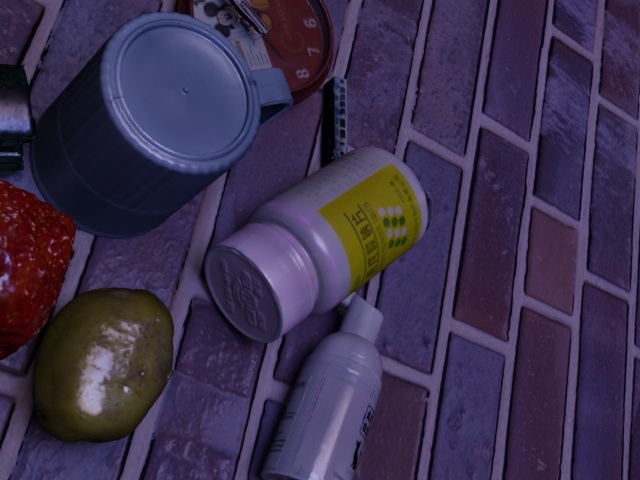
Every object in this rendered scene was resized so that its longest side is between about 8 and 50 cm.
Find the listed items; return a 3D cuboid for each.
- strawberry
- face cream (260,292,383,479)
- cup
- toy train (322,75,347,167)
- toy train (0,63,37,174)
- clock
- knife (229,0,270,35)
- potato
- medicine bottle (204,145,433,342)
[{"bbox_3d":[-0.451,0.026,1.136,0.257,0.257,0.277,52,41,-9],"label":"strawberry"},{"bbox_3d":[0.031,0.250,1.430,0.145,0.145,0.370,34,60,-20],"label":"face cream"},{"bbox_3d":[-0.234,-0.157,1.284,0.331,0.311,0.257,17,67,-29],"label":"cup"},{"bbox_3d":[0.028,-0.217,1.643,0.047,0.043,0.208,12,69,-30],"label":"toy train"},{"bbox_3d":[-0.550,-0.174,1.165,0.330,0.178,0.139,-3,77,-35],"label":"toy train"},{"bbox_3d":[-0.119,-0.394,1.582,0.318,0.080,0.319,9,71,-26],"label":"clock"},{"bbox_3d":[-0.133,-0.417,1.525,0.121,0.018,0.031,50,60,-8],"label":"knife"},{"bbox_3d":[-0.312,0.178,1.225,0.197,0.148,0.229,5,70,-18],"label":"potato"},{"bbox_3d":[0.000,0.000,1.451,0.378,0.213,0.214,-35,95,-36],"label":"medicine bottle"}]
